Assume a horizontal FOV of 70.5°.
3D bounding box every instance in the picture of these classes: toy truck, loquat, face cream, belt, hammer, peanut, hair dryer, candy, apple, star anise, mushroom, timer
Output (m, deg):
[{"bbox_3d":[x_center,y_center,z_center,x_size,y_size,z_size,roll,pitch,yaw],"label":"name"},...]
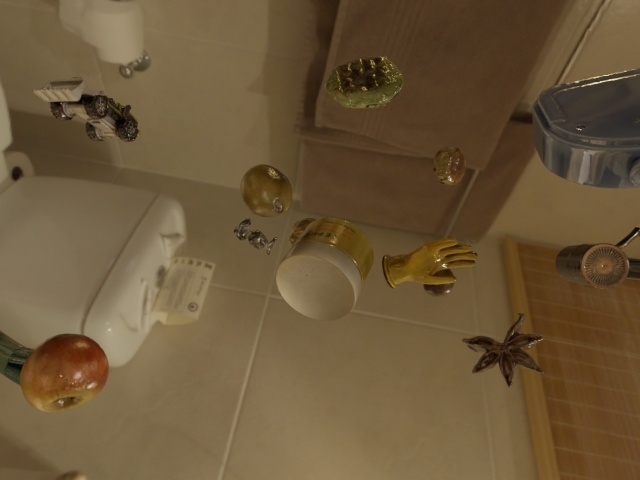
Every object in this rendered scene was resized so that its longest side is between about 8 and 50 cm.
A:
[{"bbox_3d":[-0.586,-0.341,1.169,0.286,0.136,0.111,47,47,-71],"label":"toy truck"},{"bbox_3d":[-0.154,-0.138,1.307,0.195,0.152,0.152,48,-46,52],"label":"loquat"},{"bbox_3d":[0.016,0.073,1.201,0.179,0.218,0.218,-57,163,-49],"label":"face cream"},{"bbox_3d":[-0.695,0.228,0.979,0.087,0.302,0.072,-59,-176,11],"label":"belt"},{"bbox_3d":[0.800,0.027,1.234,0.201,0.078,0.021,-38,-172,-9],"label":"hammer"},{"bbox_3d":[0.000,0.000,1.461,0.129,0.224,0.129,12,90,-71],"label":"peanut"},{"bbox_3d":[0.773,0.075,1.084,0.189,0.352,0.107,6,92,-81],"label":"hair dryer"},{"bbox_3d":[-0.227,-0.010,1.641,0.051,0.094,0.226,52,4,35],"label":"candy"},{"bbox_3d":[-0.473,0.240,0.841,0.146,0.146,0.146,11,90,-90],"label":"apple"},{"bbox_3d":[0.498,0.306,1.211,0.063,0.208,0.172,60,5,-50],"label":"star anise"},{"bbox_3d":[0.435,0.146,1.674,0.087,0.127,0.127,37,61,-66],"label":"mushroom"},{"bbox_3d":[0.744,-0.261,1.121,0.395,0.395,0.173,-79,157,-46],"label":"timer"}]

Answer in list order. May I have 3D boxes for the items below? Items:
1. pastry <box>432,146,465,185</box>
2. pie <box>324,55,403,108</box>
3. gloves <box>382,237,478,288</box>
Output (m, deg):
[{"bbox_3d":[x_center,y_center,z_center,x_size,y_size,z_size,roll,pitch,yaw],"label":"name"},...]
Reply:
[{"bbox_3d":[0.486,-0.280,1.696,0.153,0.081,0.153,-3,94,-46],"label":"pastry"},{"bbox_3d":[0.162,-0.583,1.657,0.071,0.306,0.306,77,19,-52],"label":"pie"},{"bbox_3d":[0.359,0.070,1.473,0.133,0.294,0.116,46,38,-43],"label":"gloves"}]
